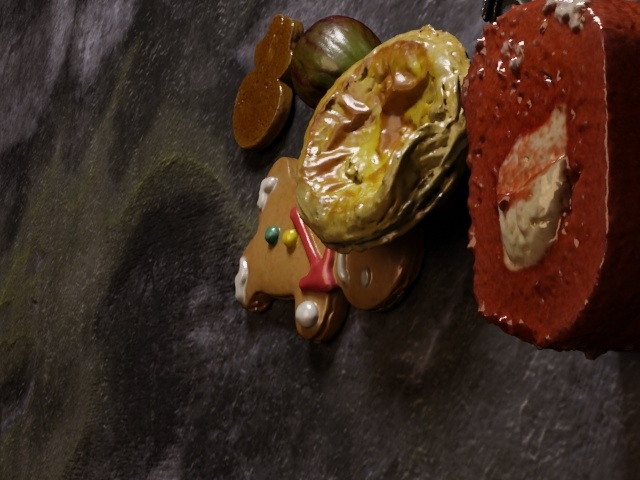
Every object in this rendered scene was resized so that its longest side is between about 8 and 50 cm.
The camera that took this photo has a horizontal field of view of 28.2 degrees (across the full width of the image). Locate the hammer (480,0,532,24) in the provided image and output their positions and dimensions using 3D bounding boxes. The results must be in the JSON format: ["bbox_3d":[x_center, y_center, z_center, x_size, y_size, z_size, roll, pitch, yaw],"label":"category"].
[{"bbox_3d":[0.204,-0.204,1.177,0.078,0.021,0.201,-61,33,24],"label":"hammer"}]

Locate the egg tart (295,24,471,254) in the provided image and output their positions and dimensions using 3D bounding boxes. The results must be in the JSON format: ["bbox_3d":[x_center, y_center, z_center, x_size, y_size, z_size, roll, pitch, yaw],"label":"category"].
[{"bbox_3d":[0.074,-0.091,1.241,0.241,0.106,0.241,-32,43,35],"label":"egg tart"}]

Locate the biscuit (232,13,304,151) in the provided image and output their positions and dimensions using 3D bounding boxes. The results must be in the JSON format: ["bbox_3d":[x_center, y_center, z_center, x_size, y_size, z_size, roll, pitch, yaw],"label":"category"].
[{"bbox_3d":[-0.062,-0.194,1.599,0.124,0.026,0.175,35,108,56],"label":"biscuit"}]

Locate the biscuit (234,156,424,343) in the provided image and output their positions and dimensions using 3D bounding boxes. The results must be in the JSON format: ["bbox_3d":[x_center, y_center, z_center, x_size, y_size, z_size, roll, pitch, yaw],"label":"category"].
[{"bbox_3d":[0.000,0.000,1.400,0.339,0.047,0.216,19,95,60],"label":"biscuit"}]

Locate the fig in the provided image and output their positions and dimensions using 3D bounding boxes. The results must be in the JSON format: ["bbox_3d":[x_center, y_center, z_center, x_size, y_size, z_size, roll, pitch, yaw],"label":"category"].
[{"bbox_3d":[0.032,-0.177,1.376,0.155,0.103,0.109,49,157,42],"label":"fig"}]

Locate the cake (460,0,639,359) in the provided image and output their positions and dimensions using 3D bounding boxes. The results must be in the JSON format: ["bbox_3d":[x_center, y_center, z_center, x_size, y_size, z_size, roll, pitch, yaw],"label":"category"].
[{"bbox_3d":[0.210,-0.054,0.953,0.177,0.151,0.283,151,122,-66],"label":"cake"}]
